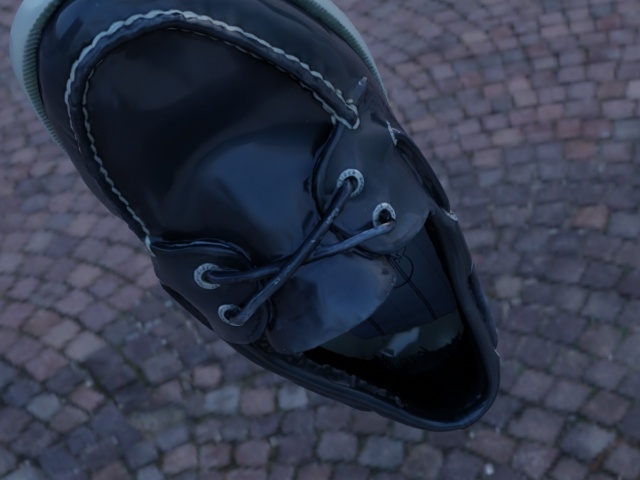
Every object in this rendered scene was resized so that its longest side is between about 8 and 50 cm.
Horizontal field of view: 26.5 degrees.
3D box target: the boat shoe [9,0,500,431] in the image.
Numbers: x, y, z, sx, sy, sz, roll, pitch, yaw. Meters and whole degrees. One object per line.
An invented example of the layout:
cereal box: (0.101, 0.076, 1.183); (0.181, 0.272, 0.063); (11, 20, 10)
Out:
boat shoe: (-0.003, 0.002, 0.584); (0.127, 0.340, 0.113); (-31, 56, 4)
